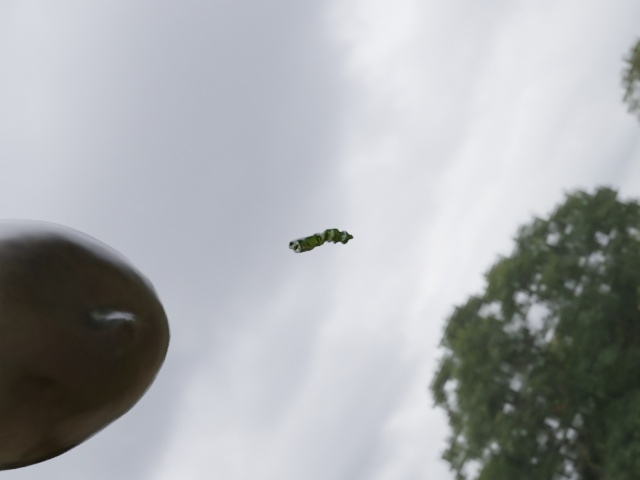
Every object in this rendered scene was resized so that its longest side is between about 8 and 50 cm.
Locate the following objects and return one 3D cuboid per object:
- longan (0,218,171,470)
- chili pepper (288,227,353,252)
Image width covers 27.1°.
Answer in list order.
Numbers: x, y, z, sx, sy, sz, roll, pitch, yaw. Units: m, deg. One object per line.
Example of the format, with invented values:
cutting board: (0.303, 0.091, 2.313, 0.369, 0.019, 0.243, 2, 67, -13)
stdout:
longan: (-0.329, 0.107, 1.428, 0.350, 0.288, 0.288, -12, -51, -38)
chili pepper: (0.000, 0.000, 1.481, 0.083, 0.027, 0.022, -13, -95, -35)
